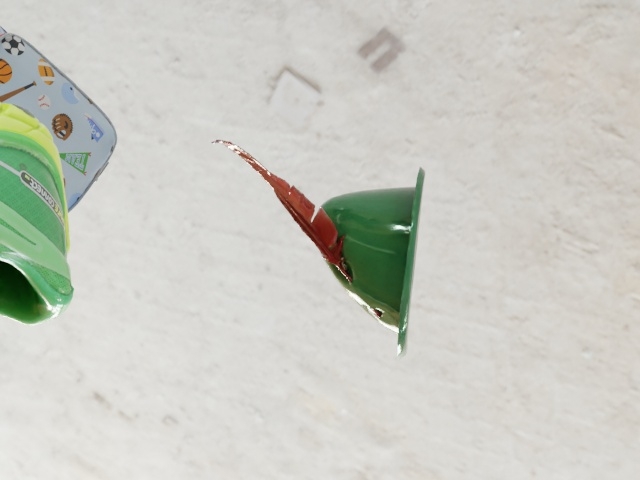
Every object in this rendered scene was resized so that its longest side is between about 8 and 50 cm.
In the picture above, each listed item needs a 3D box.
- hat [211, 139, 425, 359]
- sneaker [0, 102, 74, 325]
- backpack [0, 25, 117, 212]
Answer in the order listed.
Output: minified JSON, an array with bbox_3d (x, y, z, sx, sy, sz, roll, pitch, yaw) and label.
[{"bbox_3d":[0.000,0.000,1.029,0.183,0.173,0.209,6,107,5],"label":"hat"},{"bbox_3d":[-0.215,0.019,0.414,0.109,0.295,0.124,-29,81,46],"label":"sneaker"},{"bbox_3d":[-0.382,-0.093,1.243,0.276,0.263,0.213,42,155,-30],"label":"backpack"}]
